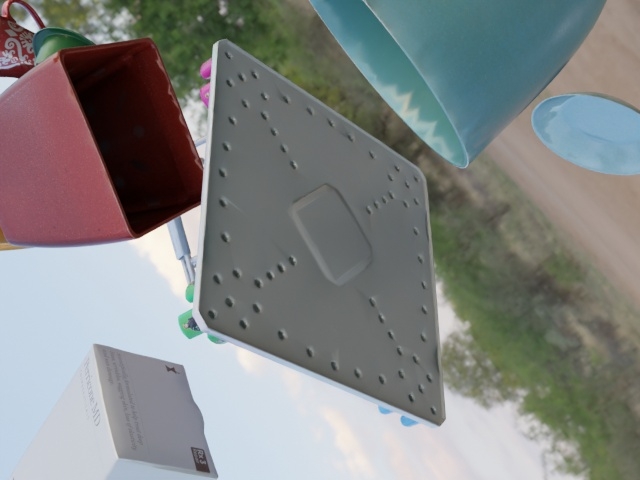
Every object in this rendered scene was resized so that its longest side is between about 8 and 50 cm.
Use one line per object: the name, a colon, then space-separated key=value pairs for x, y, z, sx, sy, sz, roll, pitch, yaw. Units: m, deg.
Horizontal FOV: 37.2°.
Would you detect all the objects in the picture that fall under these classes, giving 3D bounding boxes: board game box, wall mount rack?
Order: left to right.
wall mount rack: x=-0.222 y=-0.069 z=1.782 sx=0.304 sy=0.130 sz=0.350 roll=155 pitch=98 yaw=-74
board game box: x=0.000 y=0.000 z=1.153 sx=0.390 sy=0.050 sz=0.390 roll=28 pitch=-132 yaw=-37

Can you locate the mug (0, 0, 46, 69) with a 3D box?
mug: x=-0.638 y=-0.422 z=2.044 sx=0.169 sy=0.150 sz=0.113 roll=20 pitch=-157 yaw=-45

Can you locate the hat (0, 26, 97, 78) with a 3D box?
hat: x=-0.498 y=-0.274 z=1.751 sx=0.208 sy=0.173 sz=0.184 roll=31 pitch=-124 yaw=-16

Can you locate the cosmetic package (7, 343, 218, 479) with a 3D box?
cosmetic package: x=-0.313 y=0.356 z=1.288 sx=0.156 sy=0.385 sz=0.217 roll=19 pitch=-155 yaw=-34

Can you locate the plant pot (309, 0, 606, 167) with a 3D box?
plant pot: x=0.138 y=-0.255 z=0.914 sx=0.293 sy=0.235 sz=0.293 roll=52 pitch=-179 yaw=-1

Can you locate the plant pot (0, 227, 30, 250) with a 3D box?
plant pot: x=-0.556 y=-0.080 z=1.547 sx=0.205 sy=0.205 sz=0.188 roll=8 pitch=-102 yaw=-77

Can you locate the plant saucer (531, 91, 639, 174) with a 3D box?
plant saucer: x=0.401 y=-0.162 z=1.358 sx=0.195 sy=0.037 sz=0.195 roll=23 pitch=160 yaw=9

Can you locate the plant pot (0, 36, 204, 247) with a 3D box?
plant pot: x=-0.355 y=-0.125 z=1.405 sx=0.267 sy=0.235 sz=0.267 roll=69 pitch=-158 yaw=-8
